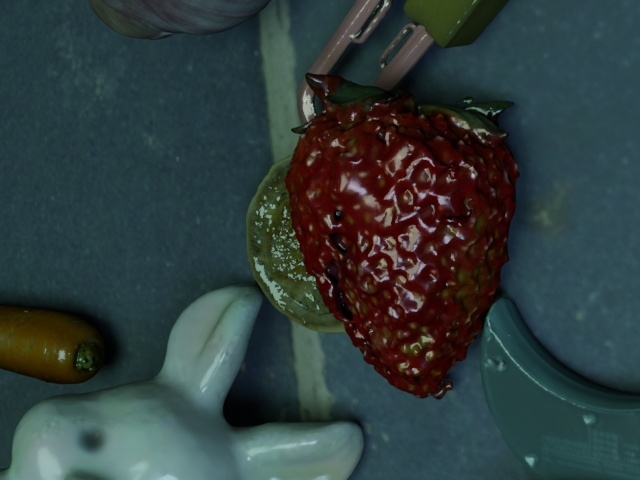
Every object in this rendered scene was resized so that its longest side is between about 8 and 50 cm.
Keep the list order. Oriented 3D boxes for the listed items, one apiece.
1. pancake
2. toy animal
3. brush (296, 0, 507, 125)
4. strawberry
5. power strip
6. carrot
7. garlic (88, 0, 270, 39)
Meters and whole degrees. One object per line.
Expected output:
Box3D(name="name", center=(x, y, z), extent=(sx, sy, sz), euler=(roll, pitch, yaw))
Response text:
Box3D(name="pancake", center=(0.001, 0.000, 0.942), extent=(0.151, 0.025, 0.152), euler=(9, 105, 36))
Box3D(name="toy animal", center=(-0.152, 0.207, 0.995), extent=(0.367, 0.241, 0.196), euler=(-42, 81, 19))
Box3D(name="brush", center=(0.056, -0.158, 0.861), extent=(0.103, 0.047, 0.233), euler=(51, 125, 18))
Box3D(name="strawberry", center=(0.040, 0.007, 0.847), extent=(0.174, 0.098, 0.228), euler=(15, 110, 15))
Box3D(name="power strip", center=(0.204, 0.113, 0.800), extent=(0.216, 0.044, 0.137), euler=(8, 104, 36))
Box3D(name="carrot", center=(-0.285, 0.093, 1.146), extent=(0.225, 0.067, 0.067), euler=(4, 101, 37))
Box3D(name="garlic", center=(-0.119, -0.277, 0.879), extent=(0.207, 0.257, 0.207), euler=(-19, 46, 21))
